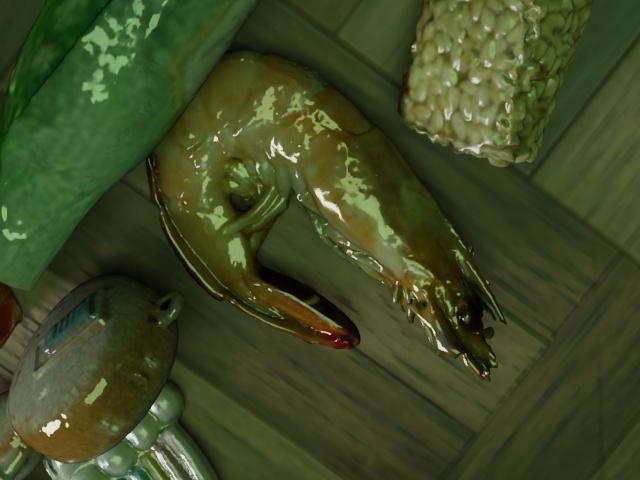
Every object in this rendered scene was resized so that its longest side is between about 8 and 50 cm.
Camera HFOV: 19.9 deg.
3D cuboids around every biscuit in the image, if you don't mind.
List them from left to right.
[{"bbox_3d":[0.098,-0.123,0.950,0.070,0.082,0.168,1,110,-45],"label":"biscuit"}]

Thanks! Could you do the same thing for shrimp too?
[{"bbox_3d":[0.000,0.000,0.991,0.236,0.053,0.133,44,96,-3],"label":"shrimp"}]

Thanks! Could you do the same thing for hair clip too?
[{"bbox_3d":[-0.131,0.188,1.044,0.140,0.054,0.220,45,97,4],"label":"hair clip"}]

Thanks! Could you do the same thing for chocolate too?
[{"bbox_3d":[-0.098,-0.106,0.940,0.110,0.110,0.291,32,101,-5],"label":"chocolate"}]

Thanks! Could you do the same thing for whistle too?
[{"bbox_3d":[-0.154,0.090,0.999,0.057,0.107,0.220,37,118,-28],"label":"whistle"}]

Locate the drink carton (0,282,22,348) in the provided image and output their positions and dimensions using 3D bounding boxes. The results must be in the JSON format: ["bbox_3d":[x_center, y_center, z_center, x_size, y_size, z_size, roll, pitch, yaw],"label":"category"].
[{"bbox_3d":[-0.251,0.043,0.856,0.111,0.351,0.154,-26,100,7],"label":"drink carton"}]
